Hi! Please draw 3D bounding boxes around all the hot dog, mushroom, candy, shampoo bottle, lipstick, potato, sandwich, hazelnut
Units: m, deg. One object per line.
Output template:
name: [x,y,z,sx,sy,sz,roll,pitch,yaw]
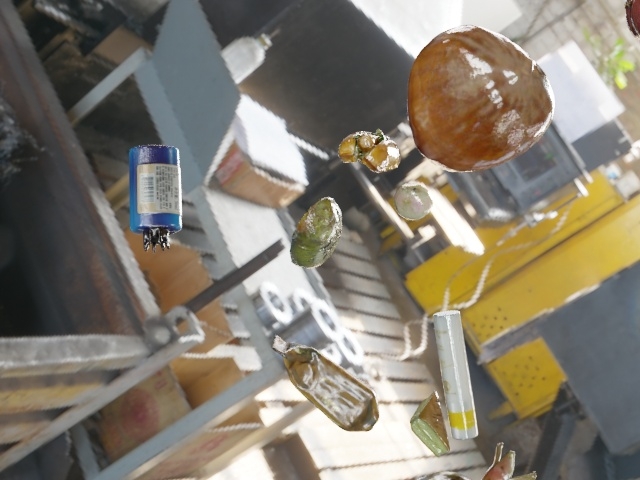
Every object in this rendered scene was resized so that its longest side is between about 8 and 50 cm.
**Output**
hot dog: [0.098,-0.168,1.568,0.100,0.068,0.249,20,11,8]
mushroom: [0.194,-0.083,1.789,0.083,0.083,0.067,53,40,-6]
candy: [0.007,0.281,1.712,0.271,0.101,0.143,39,-2,3]
shampoo bottle: [-0.280,-0.071,1.455,0.050,0.087,0.183,116,-29,-70]
lipstick: [0.279,0.276,1.775,0.059,0.059,0.264,-20,102,-70]
potato: [0.000,0.000,1.481,0.054,0.198,0.119,39,58,14]
sandwich: [0.136,0.232,1.095,0.044,0.031,0.083,18,43,-32]
hazelnut: [0.182,-0.162,1.016,0.182,0.182,0.182,46,21,-24]

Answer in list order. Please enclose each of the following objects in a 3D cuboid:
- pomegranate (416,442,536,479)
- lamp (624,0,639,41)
pomegranate: [0.290,0.576,1.690,0.291,0.323,0.291,47,-29,36]
lamp: [0.549,-0.376,1.303,0.140,0.182,0.182,26,22,0]
